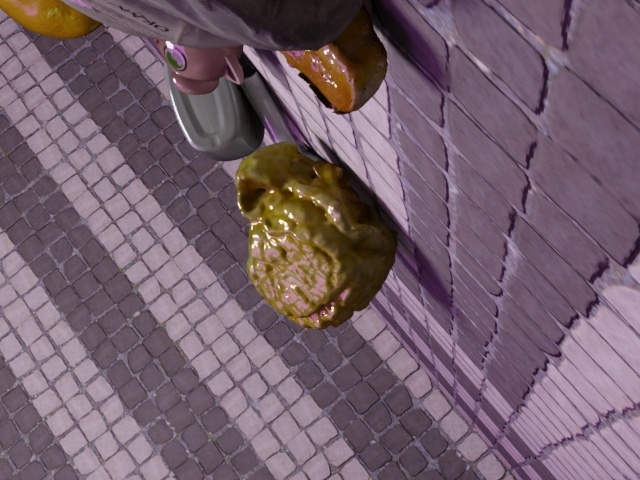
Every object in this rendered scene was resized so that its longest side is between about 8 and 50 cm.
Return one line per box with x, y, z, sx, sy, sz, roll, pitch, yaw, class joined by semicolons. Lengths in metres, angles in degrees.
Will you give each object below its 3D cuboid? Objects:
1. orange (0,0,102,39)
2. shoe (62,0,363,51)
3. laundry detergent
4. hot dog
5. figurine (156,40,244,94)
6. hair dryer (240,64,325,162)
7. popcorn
-0.483;-0.511;1.550;0.279;0.235;0.279;27;-130;-38;orange
-0.154;-0.210;0.498;0.342;0.132;0.210;26;170;-33;shoe
-0.164;-0.239;1.420;0.280;0.105;0.215;-35;-73;-79;laundry detergent
-0.046;-0.220;0.634;0.289;0.068;0.083;54;153;7;hot dog
-0.159;-0.261;1.109;0.138;0.125;0.125;55;175;-29;figurine
-0.058;-0.173;1.345;0.236;0.073;0.131;63;169;-28;hair dryer
0.000;0.000;1.248;0.225;0.174;0.286;7;122;32;popcorn
